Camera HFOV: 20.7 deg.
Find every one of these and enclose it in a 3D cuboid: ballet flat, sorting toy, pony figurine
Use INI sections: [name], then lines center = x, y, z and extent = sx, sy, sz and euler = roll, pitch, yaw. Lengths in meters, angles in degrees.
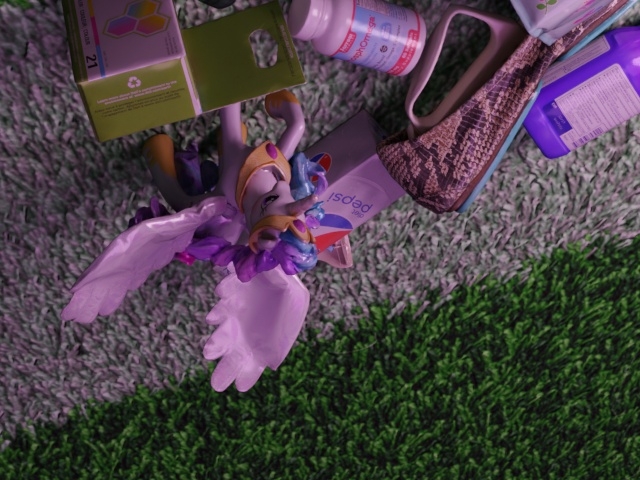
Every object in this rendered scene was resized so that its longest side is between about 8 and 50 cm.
[ballet flat]
center = 0.244, -0.250, 2.186
extent = 0.182, 0.164, 0.483
euler = 38, 105, -9
[sorting toy]
center = 0.000, 0.000, 2.446
extent = 0.075, 0.045, 0.083
euler = -10, 134, 5
[pony figurine]
center = -0.127, -0.027, 2.163
extent = 0.303, 0.363, 0.351
euler = 21, 124, -30

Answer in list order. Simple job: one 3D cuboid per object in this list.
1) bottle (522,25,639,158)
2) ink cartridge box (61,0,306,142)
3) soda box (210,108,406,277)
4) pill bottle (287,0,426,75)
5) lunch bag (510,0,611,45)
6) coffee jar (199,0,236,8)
[bottle]
center = 0.395, -0.218, 2.308
extent = 0.283, 0.092, 0.118
euler = -30, 133, 14
[ink cartridge box]
center = -0.165, -0.238, 2.083
extent = 0.255, 0.189, 0.097
euler = -16, 132, -1
[soda box]
center = -0.019, -0.046, 2.358
extent = 0.286, 0.098, 0.091
euler = -35, 131, 17
[pill bottle]
center = 0.044, -0.264, 2.179
extent = 0.160, 0.087, 0.087
euler = 13, 127, -25
[lunch bag]
center = 0.270, -0.395, 2.027
extent = 0.223, 0.262, 0.160
euler = -33, 171, 15
[coffee jar]
center = -0.175, -0.343, 2.042
extent = 0.184, 0.096, 0.079
euler = 17, 161, -27
